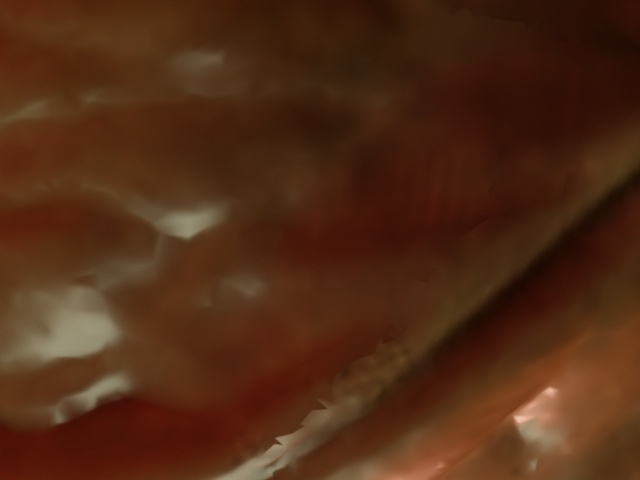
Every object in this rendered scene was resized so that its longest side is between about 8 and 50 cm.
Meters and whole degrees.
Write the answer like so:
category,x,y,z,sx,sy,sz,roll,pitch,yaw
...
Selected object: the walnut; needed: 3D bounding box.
category,x,y,z,sx,sy,sz,roll,pitch,yaw
walnut,-0.021,-0.024,0.469,0.252,0.277,0.313,-23,-167,-39
